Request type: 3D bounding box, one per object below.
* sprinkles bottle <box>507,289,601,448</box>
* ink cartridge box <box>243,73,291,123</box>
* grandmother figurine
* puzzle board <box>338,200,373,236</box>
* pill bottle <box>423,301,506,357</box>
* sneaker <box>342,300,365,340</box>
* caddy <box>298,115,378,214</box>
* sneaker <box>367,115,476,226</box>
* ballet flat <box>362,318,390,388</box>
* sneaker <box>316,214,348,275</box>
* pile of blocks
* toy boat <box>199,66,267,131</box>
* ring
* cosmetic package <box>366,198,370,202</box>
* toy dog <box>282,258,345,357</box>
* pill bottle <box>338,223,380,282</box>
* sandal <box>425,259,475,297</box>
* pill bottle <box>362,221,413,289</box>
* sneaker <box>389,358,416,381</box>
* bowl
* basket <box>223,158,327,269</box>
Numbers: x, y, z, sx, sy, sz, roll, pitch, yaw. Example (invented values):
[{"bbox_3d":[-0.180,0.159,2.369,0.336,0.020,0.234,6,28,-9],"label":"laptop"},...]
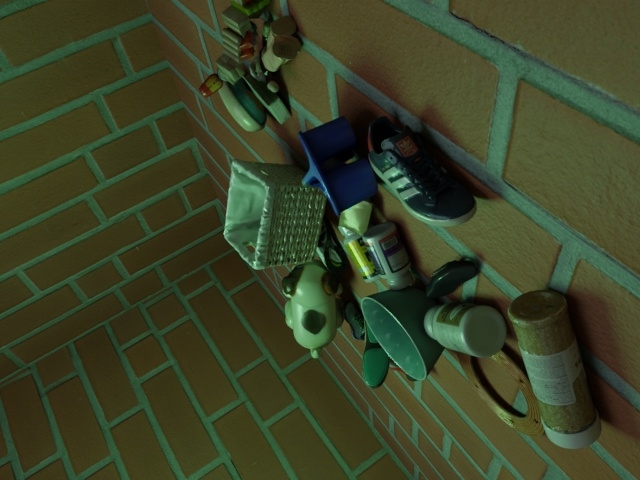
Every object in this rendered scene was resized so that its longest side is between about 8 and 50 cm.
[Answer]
[{"bbox_3d":[0.508,0.282,1.208,0.121,0.121,0.355,24,142,63],"label":"sprinkles bottle"},{"bbox_3d":[-0.202,-0.515,1.893,0.171,0.056,0.235,52,-179,26],"label":"ink cartridge box"},{"bbox_3d":[-0.147,-0.560,1.723,0.342,0.104,0.207,-169,84,-73],"label":"grandmother figurine"},{"bbox_3d":[0.108,-0.080,1.714,0.096,0.011,0.128,26,131,20],"label":"puzzle board"},{"bbox_3d":[0.376,0.230,1.490,0.131,0.131,0.229,62,163,-7],"label":"pill bottle"},{"bbox_3d":[0.171,0.353,2.441,0.098,0.083,0.223,11,137,39],"label":"sneaker"},{"bbox_3d":[0.030,-0.194,1.539,0.241,0.179,0.341,64,-178,2],"label":"caddy"},{"bbox_3d":[0.214,-0.168,1.273,0.350,0.131,0.148,45,163,40],"label":"sneaker"},{"bbox_3d":[0.218,0.420,2.152,0.106,0.108,0.316,67,-154,-61],"label":"ballet flat"},{"bbox_3d":[0.000,0.000,2.243,0.300,0.111,0.121,65,166,-13],"label":"sneaker"},{"bbox_3d":[-0.212,-0.626,1.653,0.113,0.149,0.362,41,135,30],"label":"pile of blocks"},{"bbox_3d":[-0.301,-0.538,2.051,0.267,0.148,0.318,58,-165,22],"label":"toy boat"},{"bbox_3d":[0.508,0.399,1.574,0.336,0.032,0.336,53,163,23],"label":"ring"},{"bbox_3d":[0.069,-0.180,1.800,0.239,0.060,0.099,43,159,44],"label":"cosmetic package"},{"bbox_3d":[-0.048,0.252,2.366,0.407,0.285,0.395,87,-168,-46],"label":"toy dog"},{"bbox_3d":[0.149,0.021,1.812,0.208,0.119,0.119,60,164,-4],"label":"pill bottle"},{"bbox_3d":[0.330,0.096,1.479,0.254,0.097,0.054,111,153,-69],"label":"sandal"},{"bbox_3d":[0.211,0.049,1.699,0.193,0.108,0.108,65,163,-17],"label":"pill bottle"},{"bbox_3d":[0.307,0.426,2.124,0.270,0.090,0.145,-168,59,-75],"label":"sneaker"},{"bbox_3d":[0.285,0.263,1.748,0.311,0.163,0.311,51,164,21],"label":"bowl"},{"bbox_3d":[-0.173,-0.102,2.079,0.328,0.266,0.331,37,122,52],"label":"basket"}]
